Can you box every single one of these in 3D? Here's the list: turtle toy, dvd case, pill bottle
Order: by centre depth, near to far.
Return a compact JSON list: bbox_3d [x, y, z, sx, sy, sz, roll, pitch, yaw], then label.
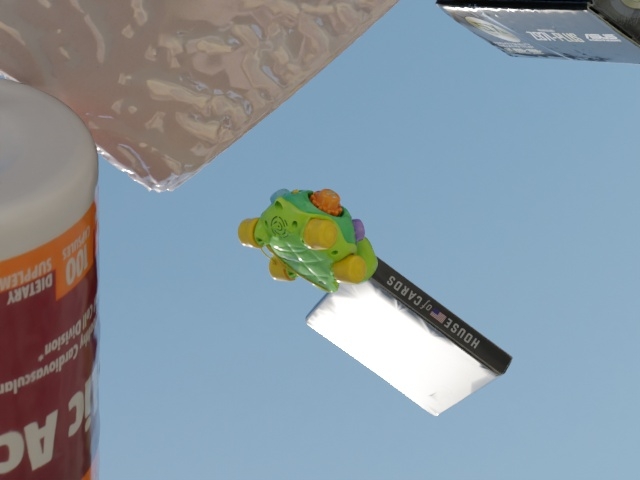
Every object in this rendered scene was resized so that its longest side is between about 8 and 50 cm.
[{"bbox_3d":[-0.256,0.106,1.236,0.224,0.224,0.392,-39,-39,-49],"label":"pill bottle"},{"bbox_3d":[0.000,0.000,1.541,0.130,0.095,0.066,49,-125,-41],"label":"turtle toy"},{"bbox_3d":[0.084,0.099,1.902,0.029,0.179,0.239,-54,1,-20],"label":"dvd case"}]

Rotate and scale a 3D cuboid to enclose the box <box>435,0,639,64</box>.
[{"bbox_3d":[0.172,-0.205,1.152,0.077,0.147,0.180,29,-99,-34],"label":"box"}]

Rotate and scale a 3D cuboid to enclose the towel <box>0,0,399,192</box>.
[{"bbox_3d":[-0.121,-0.211,1.157,0.332,0.317,0.053,39,-148,-22],"label":"towel"}]
